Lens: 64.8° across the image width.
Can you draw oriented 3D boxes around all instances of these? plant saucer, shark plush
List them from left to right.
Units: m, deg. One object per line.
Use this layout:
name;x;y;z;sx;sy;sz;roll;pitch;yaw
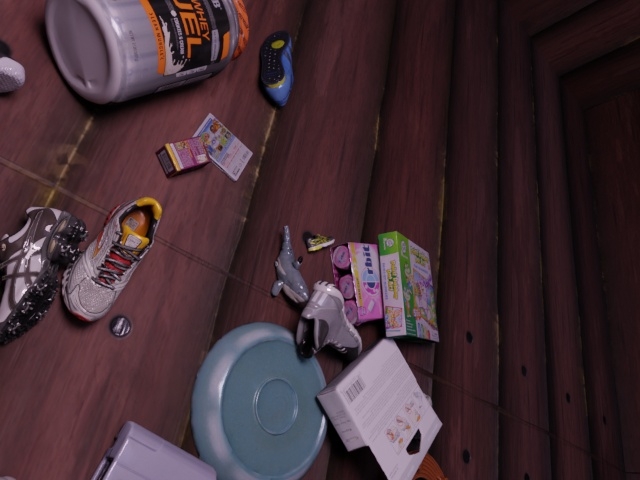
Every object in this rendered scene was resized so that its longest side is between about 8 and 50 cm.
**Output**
plant saucer;-0.091;0.308;0.941;0.317;0.043;0.318;17;64;-39
shark plush;-0.054;0.052;1.051;0.073;0.067;0.161;18;64;-40

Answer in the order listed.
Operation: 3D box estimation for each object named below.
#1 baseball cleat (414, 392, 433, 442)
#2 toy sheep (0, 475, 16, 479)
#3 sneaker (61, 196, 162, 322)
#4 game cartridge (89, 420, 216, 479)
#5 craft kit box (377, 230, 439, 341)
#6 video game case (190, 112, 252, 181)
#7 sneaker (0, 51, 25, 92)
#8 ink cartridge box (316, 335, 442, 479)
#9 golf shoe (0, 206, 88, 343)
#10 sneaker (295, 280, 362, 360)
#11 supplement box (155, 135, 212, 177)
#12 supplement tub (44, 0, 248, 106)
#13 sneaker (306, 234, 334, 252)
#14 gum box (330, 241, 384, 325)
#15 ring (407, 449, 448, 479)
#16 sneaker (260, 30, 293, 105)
baseball cleat;0.216;0.442;1.175;0.205;0.072;0.110;-22;91;-46
toy sheep;-0.392;0.332;0.603;0.091;0.091;0.132;-32;117;-46
sneaker;-0.320;0.019;0.782;0.088;0.092;0.226;36;54;-31
game cartridge;-0.269;0.438;0.711;0.196;0.060;0.294;45;49;-29
craft kit box;0.223;0.126;1.261;0.249;0.060;0.247;25;55;-57
video game case;-0.202;-0.191;1.034;0.122;0.011;0.087;43;50;-26
sneaker;-0.537;-0.314;0.679;0.268;0.101;0.153;16;67;-37
ink cartridge box;0.137;0.362;1.072;0.275;0.060;0.239;-24;84;-57
golf shoe;-0.414;0.043;0.707;0.093;0.077;0.198;22;68;-1
sneaker;0.006;0.201;1.025;0.132;0.086;0.229;-53;135;-35
supplement box;-0.255;-0.157;0.945;0.083;0.043;0.055;-27;95;-45
supplement tub;-0.285;-0.364;0.884;0.316;0.193;0.194;-39;103;-45
sneaker;0.000;0.000;1.149;0.083;0.031;0.035;-24;92;-46
gum box;0.092;0.104;1.180;0.107;0.062;0.189;5;72;-44
ring;0.239;0.642;1.108;0.336;0.032;0.337;31;50;-45
sneaker;-0.098;-0.406;1.189;0.082;0.069;0.210;66;21;-56
